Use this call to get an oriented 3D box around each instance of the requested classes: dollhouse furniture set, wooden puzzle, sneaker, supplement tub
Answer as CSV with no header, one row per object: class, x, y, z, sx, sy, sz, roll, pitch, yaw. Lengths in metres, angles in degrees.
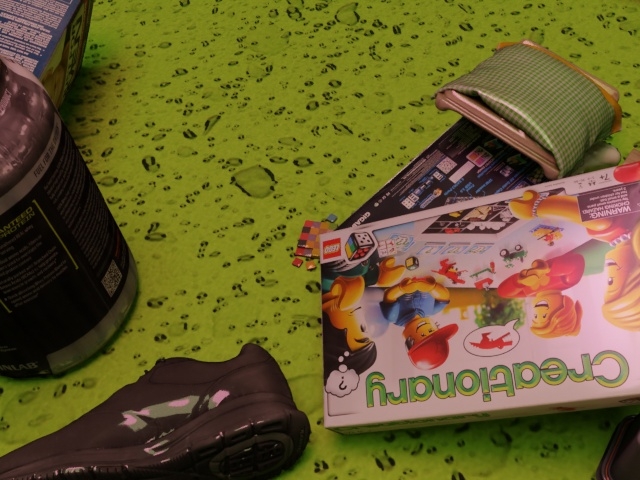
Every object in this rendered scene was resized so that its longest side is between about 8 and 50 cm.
dollhouse furniture set,0.297,-0.147,0.705,0.301,0.151,0.197,36,40,16
wooden puzzle,0.000,0.000,0.820,0.049,0.006,0.083,7,53,14
sneaker,-0.158,0.178,0.656,0.286,0.109,0.130,-12,41,-10
supplement tub,-0.320,-0.031,0.679,0.207,0.338,0.207,-4,51,5
sneaker,0.259,-0.068,0.812,0.161,0.057,0.075,-3,63,7

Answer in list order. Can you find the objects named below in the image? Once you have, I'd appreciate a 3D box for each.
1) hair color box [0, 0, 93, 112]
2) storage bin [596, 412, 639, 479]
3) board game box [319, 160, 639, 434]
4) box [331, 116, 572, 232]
hair color box,-0.387,-0.204,0.904,0.105,0.174,0.347,17,46,-13
storage bin,0.302,0.188,0.574,0.135,0.091,0.098,25,59,26
board game box,0.145,0.059,0.635,0.305,0.053,0.193,-13,64,23
box,0.146,-0.016,0.751,0.220,0.051,0.175,-42,57,-6
